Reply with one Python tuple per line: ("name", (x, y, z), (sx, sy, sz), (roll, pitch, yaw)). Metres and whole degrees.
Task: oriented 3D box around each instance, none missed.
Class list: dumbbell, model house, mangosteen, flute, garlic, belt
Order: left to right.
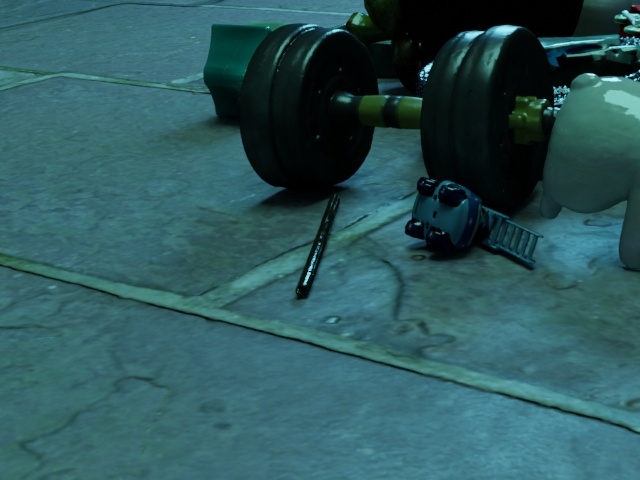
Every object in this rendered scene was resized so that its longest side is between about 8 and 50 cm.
("model house", (-0.095, -0.232, 1.718), (0.100, 0.127, 0.149), (8, 18, 31))
("flute", (0.000, 0.000, 1.197), (0.014, 0.014, 0.269), (-1, 19, 7))
("dumbbell", (0.079, -0.132, 1.307), (0.388, 0.185, 0.185), (8, 22, 31))
("mangosteen", (0.219, -0.342, 1.779), (0.313, 0.297, 0.297), (-50, 36, -13))
("belt", (0.273, -0.159, 1.457), (0.324, 0.122, 0.260), (-2, 26, 13))
("garlic", (0.413, -0.406, 2.119), (0.325, 0.132, 0.279), (-18, 25, -29))

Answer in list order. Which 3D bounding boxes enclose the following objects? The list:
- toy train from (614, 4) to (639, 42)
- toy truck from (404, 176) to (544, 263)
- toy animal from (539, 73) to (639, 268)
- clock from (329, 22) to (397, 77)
("toy train", (0.508, -0.299, 1.878), (0.131, 0.083, 0.204), (0, 20, 4))
("toy truck", (0.137, -0.014, 1.151), (0.074, 0.063, 0.136), (11, 12, -28))
("toy animal", (0.328, -0.038, 1.104), (0.282, 0.138, 0.140), (34, 44, 24))
("clock", (0.138, -0.316, 2.033), (0.280, 0.055, 0.280), (-3, 18, 1))
